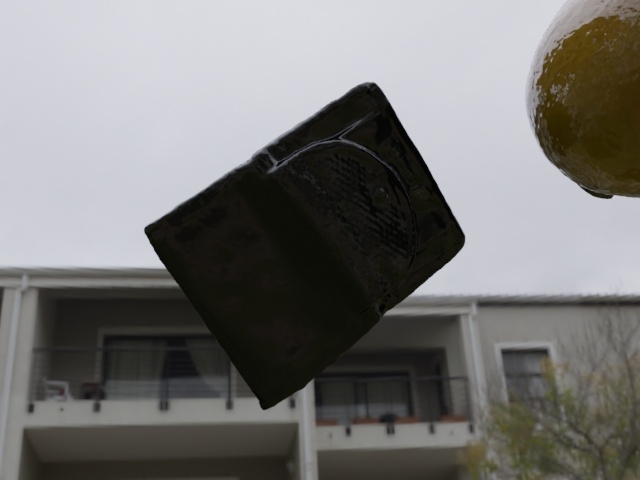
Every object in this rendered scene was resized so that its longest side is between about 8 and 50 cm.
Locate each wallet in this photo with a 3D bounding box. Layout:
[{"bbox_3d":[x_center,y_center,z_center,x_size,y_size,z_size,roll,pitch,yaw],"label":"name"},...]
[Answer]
[{"bbox_3d":[0.000,0.000,1.016,0.323,0.247,0.041,-36,9,-15],"label":"wallet"}]

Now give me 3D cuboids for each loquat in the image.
[{"bbox_3d":[0.366,-0.173,0.960,0.275,0.274,0.275,-2,-28,-1],"label":"loquat"}]

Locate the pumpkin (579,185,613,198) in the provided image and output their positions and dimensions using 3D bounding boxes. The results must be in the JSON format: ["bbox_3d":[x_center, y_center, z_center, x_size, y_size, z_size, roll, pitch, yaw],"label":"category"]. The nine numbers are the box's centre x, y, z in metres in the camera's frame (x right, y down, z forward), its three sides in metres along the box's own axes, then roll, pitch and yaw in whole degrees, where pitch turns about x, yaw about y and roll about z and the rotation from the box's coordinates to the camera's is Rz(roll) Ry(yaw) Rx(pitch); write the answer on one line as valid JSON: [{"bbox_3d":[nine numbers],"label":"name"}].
[{"bbox_3d":[0.520,-0.248,1.709,0.148,0.312,0.169,-6,-19,-37],"label":"pumpkin"}]
